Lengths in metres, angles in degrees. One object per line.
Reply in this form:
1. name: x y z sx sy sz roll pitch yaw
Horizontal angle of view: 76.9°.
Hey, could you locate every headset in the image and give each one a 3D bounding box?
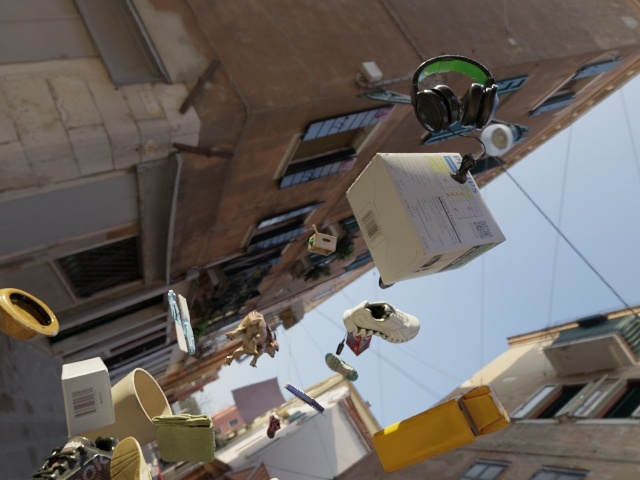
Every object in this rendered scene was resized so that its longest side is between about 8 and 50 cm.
1. headset: 0.401 -0.373 1.204 0.185 0.244 0.394 83 3 -63

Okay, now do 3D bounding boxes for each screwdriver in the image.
1. screwdriver: 0.099 0.367 1.548 0.025 0.024 0.169 31 -78 28

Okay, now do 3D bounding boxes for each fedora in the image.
1. fedora: -0.854 0.223 1.153 0.194 0.079 0.194 44 -8 8

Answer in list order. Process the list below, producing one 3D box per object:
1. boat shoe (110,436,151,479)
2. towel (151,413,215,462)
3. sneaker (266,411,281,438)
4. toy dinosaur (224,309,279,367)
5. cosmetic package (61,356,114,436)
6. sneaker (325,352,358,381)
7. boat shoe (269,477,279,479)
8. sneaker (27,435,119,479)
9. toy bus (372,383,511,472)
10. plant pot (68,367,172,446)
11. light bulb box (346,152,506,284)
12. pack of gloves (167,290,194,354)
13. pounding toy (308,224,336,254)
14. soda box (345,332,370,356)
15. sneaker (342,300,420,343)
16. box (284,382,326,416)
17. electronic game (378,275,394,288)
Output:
1. boat shoe: -0.289 0.374 0.624 0.135 0.050 0.045 54 -18 43
2. towel: -0.250 0.371 0.754 0.027 0.110 0.148 -91 -174 -55
3. sneaker: -0.191 0.786 1.693 0.057 0.047 0.119 17 -74 29
4. toy dinosaur: -0.218 0.308 1.354 0.127 0.200 0.295 19 -49 13
5. cosmetic package: -0.508 0.329 0.877 0.231 0.086 0.117 -13 -96 58
6. sneaker: 0.091 0.543 1.732 0.166 0.065 0.076 36 -1 15
7. boat shoe: -0.069 0.562 0.732 0.103 0.113 0.302 27 -45 33
8. sneaker: -0.434 0.403 0.657 0.098 0.276 0.135 -11 -100 20
9. toy bus: 0.309 0.488 1.049 0.333 0.130 0.108 -37 -121 25
10. plant pot: -0.705 0.630 1.401 0.256 0.274 0.256 56 -12 19
11. light bulb box: 0.336 -0.081 1.321 0.225 0.361 0.357 -49 -125 52
12. pack of gloves: -0.520 0.305 1.470 0.195 0.046 0.232 86 -15 -68
13. pounding toy: 0.000 0.000 2.043 0.130 0.141 0.100 144 -43 -64
14. soda box: 0.182 0.428 1.849 0.092 0.083 0.263 45 -27 28
15. sneaker: 0.221 0.259 1.309 0.118 0.292 0.110 -54 -144 36
16. box: -0.067 0.797 2.020 0.225 0.036 0.136 17 -28 41
17. electronic game: 0.338 0.124 1.849 0.048 0.229 0.229 31 -45 28
